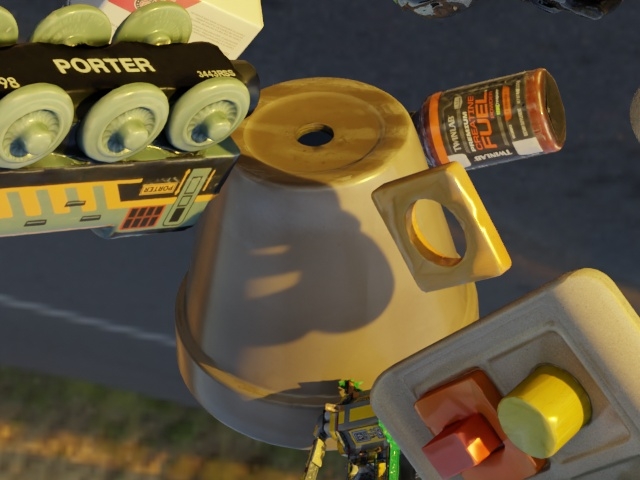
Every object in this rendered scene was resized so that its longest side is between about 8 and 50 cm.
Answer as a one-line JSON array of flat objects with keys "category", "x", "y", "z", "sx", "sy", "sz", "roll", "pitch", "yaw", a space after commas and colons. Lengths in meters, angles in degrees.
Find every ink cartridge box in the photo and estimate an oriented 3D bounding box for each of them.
[{"category": "ink cartridge box", "x": -0.202, "y": -0.226, "z": 1.789, "sx": 0.172, "sy": 0.100, "sz": 0.237, "roll": 22, "pitch": 131, "yaw": -30}]

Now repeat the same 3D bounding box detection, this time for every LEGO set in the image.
[{"category": "LEGO set", "x": 0.052, "y": 0.306, "z": 1.518, "sx": 0.192, "sy": 0.331, "sz": 0.255, "roll": -19, "pitch": 157, "yaw": 42}]

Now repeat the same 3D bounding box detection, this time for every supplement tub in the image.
[{"category": "supplement tub", "x": 0.192, "y": -0.140, "z": 1.930, "sx": 0.198, "sy": 0.106, "sz": 0.106, "roll": -12, "pitch": 162, "yaw": 24}]

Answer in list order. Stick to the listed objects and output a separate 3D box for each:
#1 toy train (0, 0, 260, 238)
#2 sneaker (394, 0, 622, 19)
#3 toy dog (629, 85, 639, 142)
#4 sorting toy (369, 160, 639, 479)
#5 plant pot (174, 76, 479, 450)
[{"category": "toy train", "x": -0.200, "y": -0.083, "z": 1.261, "sx": 0.334, "sy": 0.142, "sz": 0.190, "roll": -8, "pitch": 140, "yaw": -44}, {"category": "sneaker", "x": 0.220, "y": -0.304, "z": 1.685, "sx": 0.202, "sy": 0.185, "sz": 0.483, "roll": 49, "pitch": 163, "yaw": -9}, {"category": "toy dog", "x": 0.353, "y": -0.036, "z": 1.059, "sx": 0.333, "sy": 0.161, "sz": 0.220, "roll": 19, "pitch": 152, "yaw": 23}, {"category": "sorting toy", "x": 0.119, "y": 0.122, "z": 0.815, "sx": 0.047, "sy": 0.348, "sz": 0.196, "roll": -35, "pitch": 180, "yaw": -38}, {"category": "plant pot", "x": 0.000, "y": 0.000, "z": 1.597, "sx": 0.323, "sy": 0.323, "sz": 0.280, "roll": 2, "pitch": 129, "yaw": 8}]
